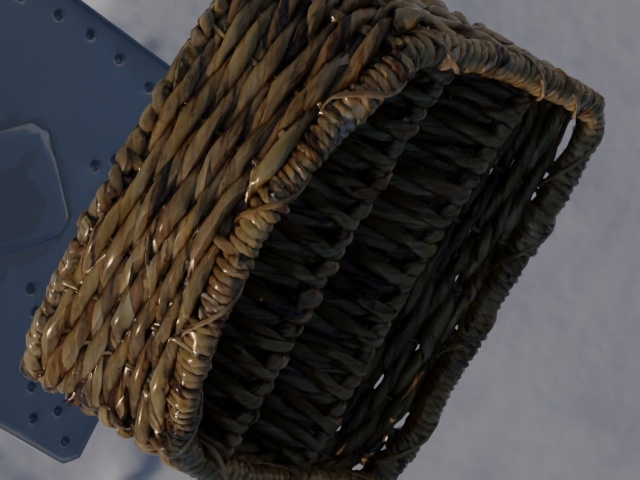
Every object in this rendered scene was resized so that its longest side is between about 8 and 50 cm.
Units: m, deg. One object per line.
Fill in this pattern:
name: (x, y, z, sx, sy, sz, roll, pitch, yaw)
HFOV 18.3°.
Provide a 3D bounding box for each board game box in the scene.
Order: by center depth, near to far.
board game box: (-0.303, -0.047, 1.864, 0.390, 0.050, 0.390, 35, 72, -31)

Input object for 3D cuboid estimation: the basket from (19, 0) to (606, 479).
basket: (0.000, 0.000, 1.121, 0.299, 0.223, 0.213, -59, 174, 13)
